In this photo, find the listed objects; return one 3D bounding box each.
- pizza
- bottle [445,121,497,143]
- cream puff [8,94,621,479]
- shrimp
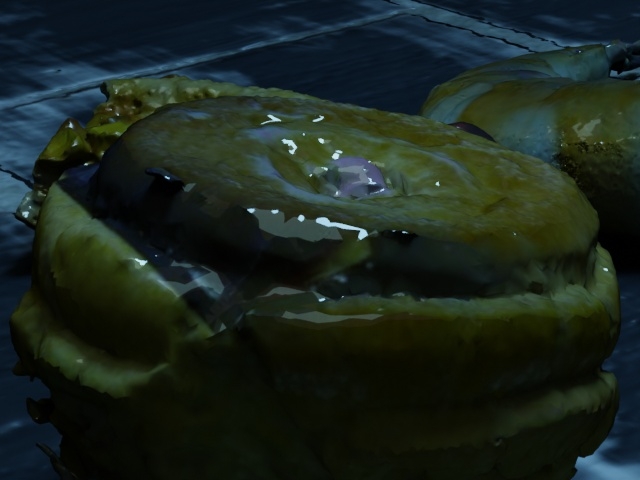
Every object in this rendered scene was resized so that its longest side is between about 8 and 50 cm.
[{"bbox_3d":[-0.065,-0.036,0.839,0.161,0.062,0.182,-21,29,-34],"label":"pizza"},{"bbox_3d":[0.000,0.000,0.749,0.164,0.060,0.060,-20,27,-34],"label":"bottle"},{"bbox_3d":[-0.002,0.033,0.570,0.189,0.129,0.189,5,19,-2],"label":"cream puff"},{"bbox_3d":[0.133,-0.048,0.861,0.185,0.068,0.287,-6,12,-17],"label":"shrimp"}]
